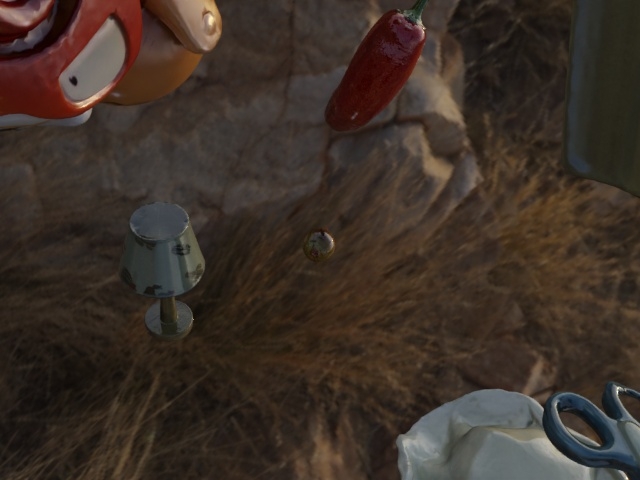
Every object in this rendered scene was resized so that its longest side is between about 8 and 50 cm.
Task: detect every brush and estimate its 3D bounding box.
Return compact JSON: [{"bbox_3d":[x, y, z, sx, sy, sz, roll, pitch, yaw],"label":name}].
[{"bbox_3d":[0.133,-0.150,0.397,0.054,0.282,0.048,20,38,33],"label":"brush"}]

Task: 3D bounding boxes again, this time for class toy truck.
[{"bbox_3d":[-0.178,-0.144,0.643,0.264,0.189,0.239,-65,145,-33],"label":"toy truck"}]

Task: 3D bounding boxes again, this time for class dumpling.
[{"bbox_3d":[0.259,0.330,1.453,0.318,0.187,0.242,-5,54,3],"label":"dumpling"}]

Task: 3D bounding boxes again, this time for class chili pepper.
[{"bbox_3d":[0.074,-0.260,1.598,0.092,0.368,0.137,21,55,-19],"label":"chili pepper"}]

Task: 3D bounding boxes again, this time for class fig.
[{"bbox_3d":[0.000,0.000,1.569,0.050,0.050,0.083,39,25,-7],"label":"fig"}]

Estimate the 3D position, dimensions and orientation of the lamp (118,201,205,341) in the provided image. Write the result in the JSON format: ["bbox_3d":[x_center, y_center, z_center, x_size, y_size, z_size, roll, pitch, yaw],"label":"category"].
[{"bbox_3d":[-0.224,0.049,1.470,0.121,0.214,0.121,3,46,-3],"label":"lamp"}]

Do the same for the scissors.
[{"bbox_3d":[0.321,0.231,0.947,0.138,0.041,0.289,-7,36,-24],"label":"scissors"}]
